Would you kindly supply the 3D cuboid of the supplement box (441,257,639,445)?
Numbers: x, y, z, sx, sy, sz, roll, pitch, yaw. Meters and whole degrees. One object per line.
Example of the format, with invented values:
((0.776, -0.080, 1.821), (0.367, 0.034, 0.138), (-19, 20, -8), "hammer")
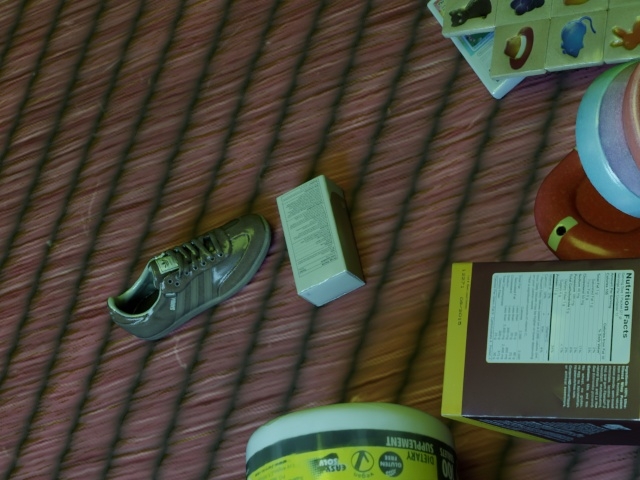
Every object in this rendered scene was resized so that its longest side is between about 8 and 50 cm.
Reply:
((0.233, 0.096, 1.496), (0.194, 0.191, 0.129), (-2, 77, 33), "supplement box")

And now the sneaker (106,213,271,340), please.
((-0.134, 0.034, 1.848), (0.188, 0.071, 0.066), (-40, 53, 13), "sneaker")

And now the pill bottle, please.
((0.034, 0.321, 1.540), (0.188, 0.188, 0.334), (-16, 62, 27), "pill bottle")

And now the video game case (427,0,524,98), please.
((0.198, -0.237, 1.782), (0.157, 0.019, 0.143), (-40, 53, 13), "video game case")

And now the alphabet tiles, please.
((0.282, -0.289, 1.729), (0.342, 0.011, 0.285), (-6, 61, 28), "alphabet tiles")

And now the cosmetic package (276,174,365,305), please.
((0.000, 0.000, 1.794), (0.060, 0.041, 0.115), (-25, 58, 22), "cosmetic package")

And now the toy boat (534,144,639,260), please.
((0.279, -0.074, 1.573), (0.231, 0.151, 0.151), (-49, 52, 6), "toy boat")

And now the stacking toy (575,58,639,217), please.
((0.366, -0.077, 1.477), (0.309, 0.279, 0.130), (-37, 3, -25), "stacking toy")
